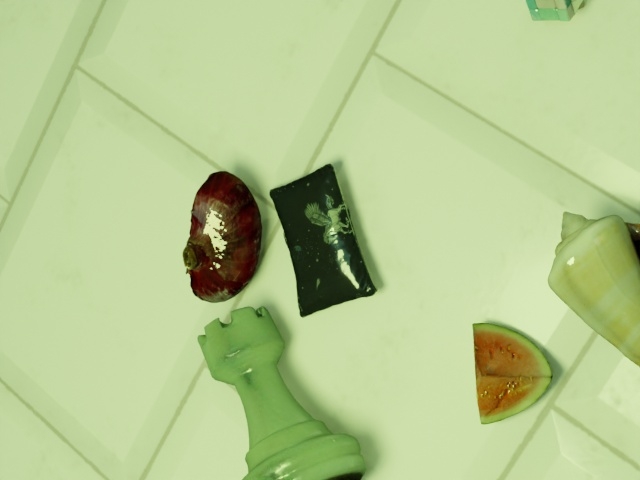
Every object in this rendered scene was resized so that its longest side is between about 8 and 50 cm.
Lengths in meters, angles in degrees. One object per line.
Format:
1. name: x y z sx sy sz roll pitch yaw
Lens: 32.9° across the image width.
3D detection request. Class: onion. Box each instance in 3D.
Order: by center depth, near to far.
1. onion: -0.143 0.004 1.668 0.098 0.151 0.205 11 112 14

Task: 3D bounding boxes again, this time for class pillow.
1. pillow: 0.000 0.000 1.632 0.141 0.055 0.208 -21 80 33

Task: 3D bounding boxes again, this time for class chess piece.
1. chess piece: -0.074 0.250 1.614 0.194 0.195 0.299 -37 65 24

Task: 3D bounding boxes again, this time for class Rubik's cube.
1. Rubik's cube: 0.320 -0.337 1.449 0.084 0.075 0.073 20 55 28

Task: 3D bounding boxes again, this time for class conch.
1. conch: 0.389 0.066 1.403 0.158 0.127 0.255 -31 98 -4

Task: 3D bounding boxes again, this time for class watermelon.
1. watermelon: 0.235 0.174 1.485 0.125 0.094 0.135 -42 67 31
